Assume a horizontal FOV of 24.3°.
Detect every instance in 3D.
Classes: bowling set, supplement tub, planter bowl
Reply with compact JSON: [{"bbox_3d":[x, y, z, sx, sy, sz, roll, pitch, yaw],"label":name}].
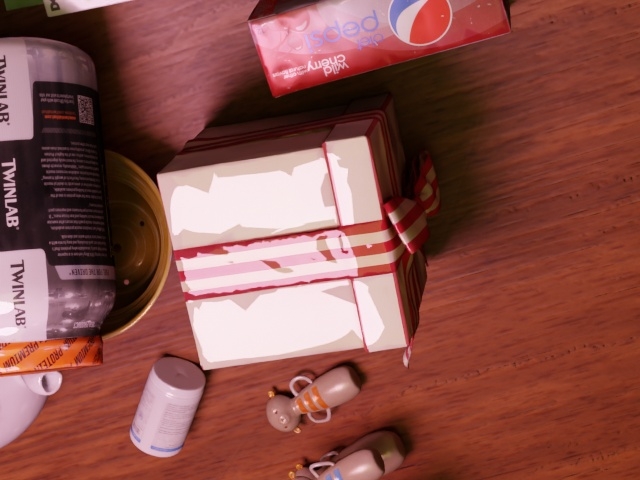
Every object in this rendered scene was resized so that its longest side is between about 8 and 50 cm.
[{"bbox_3d":[0.026,0.313,1.785,0.154,0.200,0.287,-28,107,19],"label":"bowling set"},{"bbox_3d":[-0.324,-0.028,1.560,0.207,0.207,0.338,-8,84,9],"label":"supplement tub"},{"bbox_3d":[-0.248,0.007,1.689,0.217,0.090,0.217,-1,86,20],"label":"planter bowl"},{"bbox_3d":[-0.187,0.204,1.814,0.071,0.071,0.107,20,117,-5],"label":"supplement tub"}]

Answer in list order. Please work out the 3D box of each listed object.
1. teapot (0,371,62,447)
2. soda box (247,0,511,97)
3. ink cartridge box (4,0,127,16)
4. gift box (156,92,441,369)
[{"bbox_3d":[-0.449,0.169,1.756,0.252,0.187,0.256,26,117,-7],"label":"teapot"},{"bbox_3d":[0.063,-0.235,1.559,0.263,0.083,0.092,-14,114,13],"label":"soda box"},{"bbox_3d":[-0.250,-0.303,1.558,0.209,0.062,0.109,-10,115,6],"label":"ink cartridge box"},{"bbox_3d":[0.000,0.000,1.596,0.258,0.255,0.276,-10,110,12],"label":"gift box"}]
